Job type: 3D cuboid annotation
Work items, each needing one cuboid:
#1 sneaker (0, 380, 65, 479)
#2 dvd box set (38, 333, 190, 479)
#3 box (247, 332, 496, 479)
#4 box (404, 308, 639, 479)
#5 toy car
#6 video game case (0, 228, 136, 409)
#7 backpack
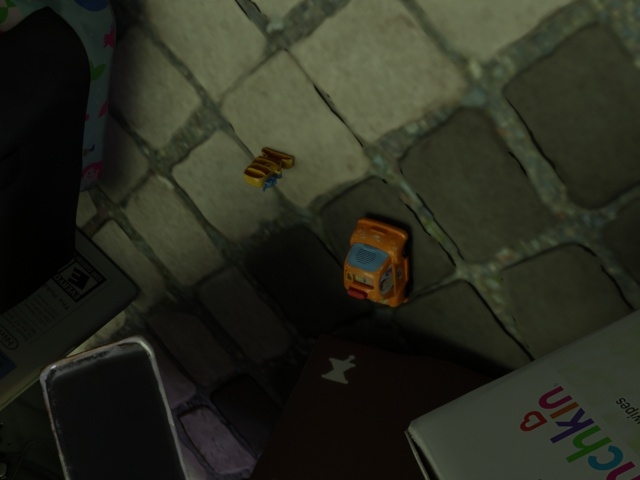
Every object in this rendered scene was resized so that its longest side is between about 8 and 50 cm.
[{"bbox_3d":[-0.311,0.193,0.896,0.295,0.147,0.105,39,142,10],"label":"sneaker"},{"bbox_3d":[-0.123,0.227,0.627,0.420,0.062,0.308,153,102,-72],"label":"dvd box set"},{"bbox_3d":[0.049,0.199,0.557,0.168,0.167,0.203,13,133,16],"label":"box"},{"bbox_3d":[0.191,0.146,0.353,0.127,0.231,0.262,-125,10,-67],"label":"box"},{"bbox_3d":[0.000,0.000,0.549,0.122,0.040,0.060,31,138,15],"label":"toy car"},{"bbox_3d":[-0.337,0.001,0.635,0.329,0.300,0.036,44,129,1],"label":"video game case"},{"bbox_3d":[-0.261,-0.097,0.570,0.253,0.191,0.225,28,135,9],"label":"backpack"}]
